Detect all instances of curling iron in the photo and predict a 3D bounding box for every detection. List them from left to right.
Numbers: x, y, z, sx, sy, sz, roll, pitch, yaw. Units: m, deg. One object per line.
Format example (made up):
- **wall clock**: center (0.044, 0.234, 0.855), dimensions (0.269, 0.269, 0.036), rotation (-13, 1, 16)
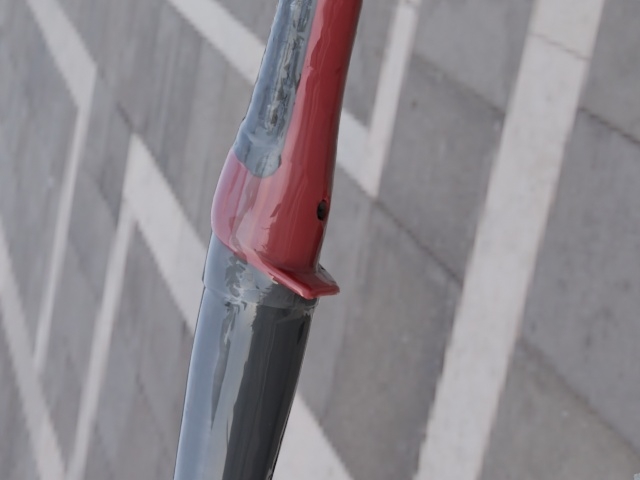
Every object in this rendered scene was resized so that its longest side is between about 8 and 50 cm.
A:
- **curling iron**: center (0.000, 0.000, 0.410), dimensions (0.035, 0.068, 0.274), rotation (19, 94, 58)

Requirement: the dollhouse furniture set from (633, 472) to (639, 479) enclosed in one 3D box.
- **dollhouse furniture set**: center (0.099, 0.204, 0.792), dimensions (0.161, 0.181, 0.101), rotation (50, -151, -54)
